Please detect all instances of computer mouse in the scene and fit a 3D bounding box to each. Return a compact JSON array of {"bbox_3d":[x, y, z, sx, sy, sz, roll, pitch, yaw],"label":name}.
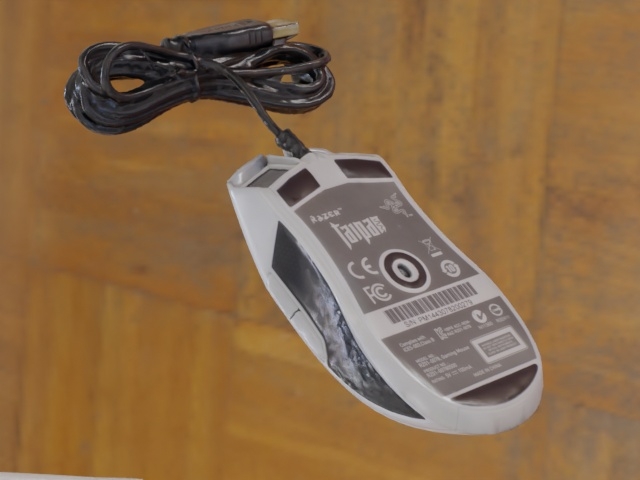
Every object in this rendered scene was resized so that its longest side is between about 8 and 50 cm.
[{"bbox_3d":[0.000,0.000,0.643,0.193,0.106,0.042,53,134,23],"label":"computer mouse"}]

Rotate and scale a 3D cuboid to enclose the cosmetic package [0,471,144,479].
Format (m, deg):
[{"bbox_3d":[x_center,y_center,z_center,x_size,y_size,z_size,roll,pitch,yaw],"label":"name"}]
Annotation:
[{"bbox_3d":[-0.272,0.219,0.939,0.155,0.366,0.197,-26,65,46],"label":"cosmetic package"}]
